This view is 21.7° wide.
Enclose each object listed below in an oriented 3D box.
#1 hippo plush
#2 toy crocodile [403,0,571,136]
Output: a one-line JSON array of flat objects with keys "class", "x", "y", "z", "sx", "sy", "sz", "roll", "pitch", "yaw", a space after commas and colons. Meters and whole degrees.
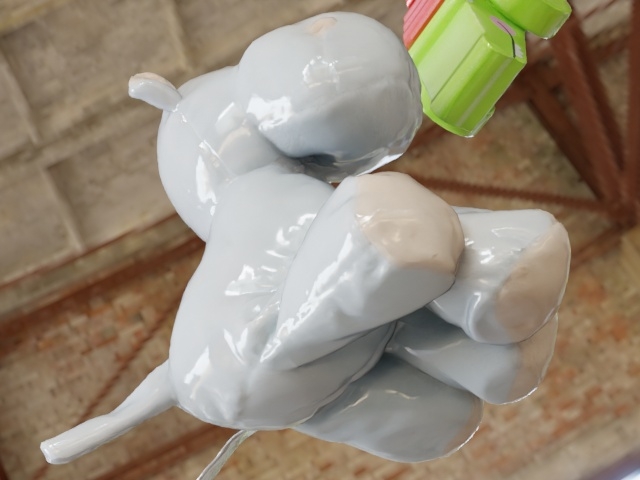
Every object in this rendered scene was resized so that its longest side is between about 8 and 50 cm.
[{"class": "hippo plush", "x": 0.000, "y": 0.000, "z": 1.025, "sx": 0.294, "sy": 0.236, "sz": 0.234, "roll": -33, "pitch": -39, "yaw": 24}, {"class": "toy crocodile", "x": 0.107, "y": -0.174, "z": 1.204, "sx": 0.105, "sy": 0.340, "sz": 0.115, "roll": 33, "pitch": -62, "yaw": -10}]
